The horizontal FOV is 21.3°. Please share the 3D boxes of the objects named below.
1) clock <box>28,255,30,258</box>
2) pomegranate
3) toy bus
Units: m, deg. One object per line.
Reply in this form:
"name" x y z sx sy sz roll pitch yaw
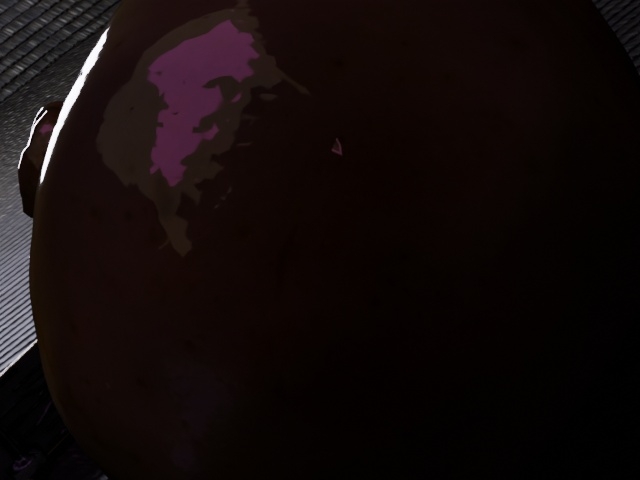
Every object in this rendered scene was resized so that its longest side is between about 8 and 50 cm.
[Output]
"clock" -0.178 -0.060 1.732 0.319 0.066 0.319 -39 30 28
"pomegranate" 0.000 0.000 0.989 0.411 0.411 0.411 -31 21 13
"toy bus" -0.250 0.136 1.515 0.194 0.083 0.088 -46 13 -34
